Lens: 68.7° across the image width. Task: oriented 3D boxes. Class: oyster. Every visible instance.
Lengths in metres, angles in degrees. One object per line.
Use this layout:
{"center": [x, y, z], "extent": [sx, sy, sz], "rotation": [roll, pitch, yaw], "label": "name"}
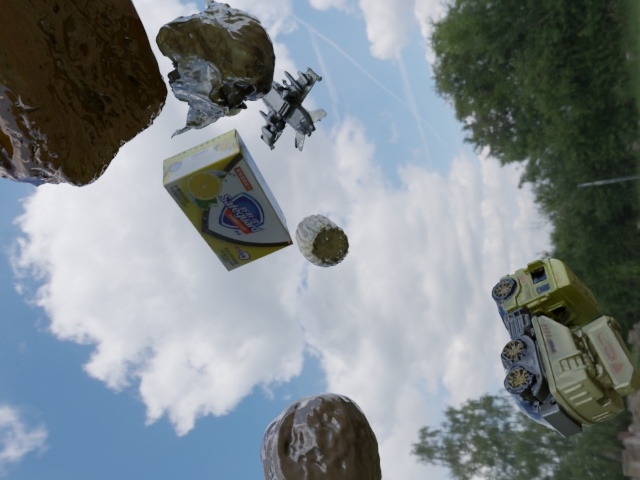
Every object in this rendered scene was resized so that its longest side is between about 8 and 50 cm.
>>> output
{"center": [-0.106, -0.183, 0.502], "extent": [0.233, 0.107, 0.162], "rotation": [-130, 47, -75], "label": "oyster"}

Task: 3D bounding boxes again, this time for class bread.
{"center": [-0.246, -0.218, 0.317], "extent": [0.381, 0.109, 0.185], "rotation": [77, -147, -43], "label": "bread"}

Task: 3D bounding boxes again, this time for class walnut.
{"center": [-0.005, 0.459, 0.993], "extent": [0.226, 0.273, 0.274], "rotation": [2, -102, -23], "label": "walnut"}

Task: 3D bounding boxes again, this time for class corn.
{"center": [0.000, 0.000, 1.259], "extent": [0.344, 0.131, 0.131], "rotation": [-132, 29, -81], "label": "corn"}

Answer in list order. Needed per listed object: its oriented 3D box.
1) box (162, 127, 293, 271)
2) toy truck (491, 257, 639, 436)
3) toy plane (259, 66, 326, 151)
{"center": [-0.184, -0.075, 0.965], "extent": [0.097, 0.168, 0.265], "rotation": [-107, -6, -47], "label": "box"}
{"center": [0.543, 0.221, 1.066], "extent": [0.180, 0.254, 0.405], "rotation": [42, -145, -20], "label": "toy truck"}
{"center": [-0.099, -0.314, 1.011], "extent": [0.262, 0.192, 0.088], "rotation": [44, -155, 12], "label": "toy plane"}
